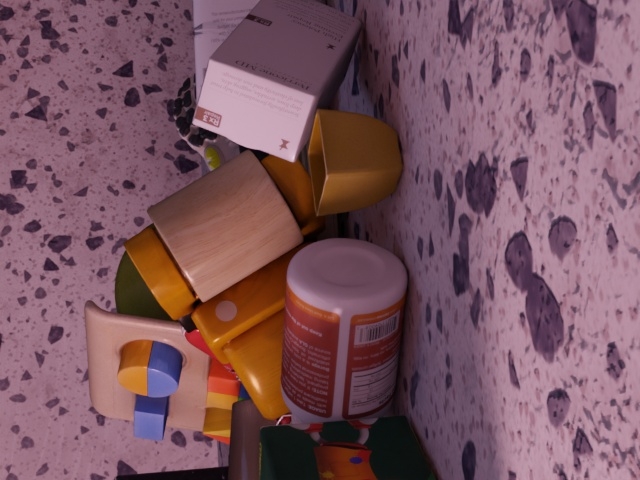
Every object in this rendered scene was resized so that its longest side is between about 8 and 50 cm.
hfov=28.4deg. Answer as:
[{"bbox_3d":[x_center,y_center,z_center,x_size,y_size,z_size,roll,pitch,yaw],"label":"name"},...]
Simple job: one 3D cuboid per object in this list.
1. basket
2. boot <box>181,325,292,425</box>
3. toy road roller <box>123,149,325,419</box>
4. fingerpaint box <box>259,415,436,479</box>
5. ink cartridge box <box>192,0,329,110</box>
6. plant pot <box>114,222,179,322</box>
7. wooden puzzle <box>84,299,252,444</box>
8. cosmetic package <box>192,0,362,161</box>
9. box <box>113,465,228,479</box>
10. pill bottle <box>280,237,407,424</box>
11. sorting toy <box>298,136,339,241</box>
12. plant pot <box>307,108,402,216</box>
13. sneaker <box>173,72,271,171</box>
[{"bbox_3d":[-0.059,0.337,1.742,0.204,0.154,0.227,125,145,-73],"label":"basket"},{"bbox_3d":[-0.071,0.184,1.621,0.088,0.244,0.176,-34,48,30],"label":"boot"},{"bbox_3d":[-0.064,0.061,1.420,0.241,0.202,0.329,57,174,12],"label":"toy road roller"},{"bbox_3d":[0.035,0.447,1.158,0.371,0.163,0.445,-115,24,-66],"label":"fingerpaint box"},{"bbox_3d":[-0.077,-0.260,1.630,0.092,0.158,0.218,-8,-84,-64],"label":"ink cartridge box"},{"bbox_3d":[-0.139,0.055,1.901,0.293,0.274,0.275,150,118,-62],"label":"plant pot"},{"bbox_3d":[-0.191,0.230,1.904,0.322,0.347,0.081,103,-179,-56],"label":"wooden puzzle"},{"bbox_3d":[-0.041,-0.181,1.341,0.231,0.117,0.086,-66,-5,-59],"label":"cosmetic package"},{"bbox_3d":[-0.186,0.503,2.055,0.294,0.296,0.183,103,162,-55],"label":"box"},{"bbox_3d":[0.020,0.116,1.295,0.121,0.121,0.216,-107,18,-56],"label":"pill bottle"},{"bbox_3d":[0.000,0.000,1.653,0.229,0.041,0.307,-149,53,-78],"label":"sorting toy"},{"bbox_3d":[0.036,-0.079,1.270,0.081,0.083,0.081,103,162,-59],"label":"plant pot"},{"bbox_3d":[-0.124,-0.128,1.784,0.275,0.107,0.110,63,-175,28],"label":"sneaker"}]
